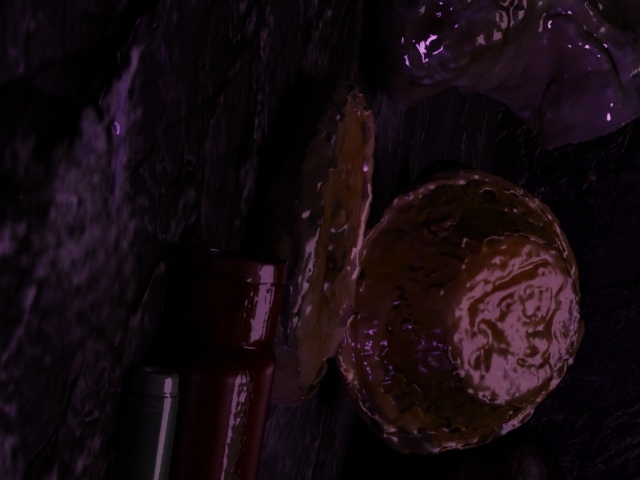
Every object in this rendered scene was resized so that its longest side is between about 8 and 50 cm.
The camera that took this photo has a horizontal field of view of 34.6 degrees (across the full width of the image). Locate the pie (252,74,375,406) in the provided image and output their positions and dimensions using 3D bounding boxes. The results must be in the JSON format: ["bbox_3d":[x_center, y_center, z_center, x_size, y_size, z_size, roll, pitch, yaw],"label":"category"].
[{"bbox_3d":[0.000,0.000,0.830,0.274,0.055,0.274,11,90,-78],"label":"pie"}]

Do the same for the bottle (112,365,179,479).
[{"bbox_3d":[-0.095,0.111,0.560,0.030,0.030,0.083,-2,101,-77],"label":"bottle"}]

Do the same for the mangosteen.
[{"bbox_3d":[0.187,0.331,1.403,0.313,0.296,0.297,-85,175,-48],"label":"mangosteen"}]

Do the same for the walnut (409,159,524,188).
[{"bbox_3d":[0.206,0.040,1.351,0.244,0.221,0.269,55,41,-52],"label":"walnut"}]

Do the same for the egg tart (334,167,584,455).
[{"bbox_3d":[0.170,0.081,1.108,0.132,0.341,0.341,6,-96,59],"label":"egg tart"}]

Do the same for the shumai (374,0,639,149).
[{"bbox_3d":[0.222,-0.267,1.059,0.292,0.288,0.330,12,90,-76],"label":"shumai"}]

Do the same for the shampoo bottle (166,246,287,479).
[{"bbox_3d":[-0.069,0.136,0.618,0.102,0.064,0.260,-14,113,-82],"label":"shampoo bottle"}]
